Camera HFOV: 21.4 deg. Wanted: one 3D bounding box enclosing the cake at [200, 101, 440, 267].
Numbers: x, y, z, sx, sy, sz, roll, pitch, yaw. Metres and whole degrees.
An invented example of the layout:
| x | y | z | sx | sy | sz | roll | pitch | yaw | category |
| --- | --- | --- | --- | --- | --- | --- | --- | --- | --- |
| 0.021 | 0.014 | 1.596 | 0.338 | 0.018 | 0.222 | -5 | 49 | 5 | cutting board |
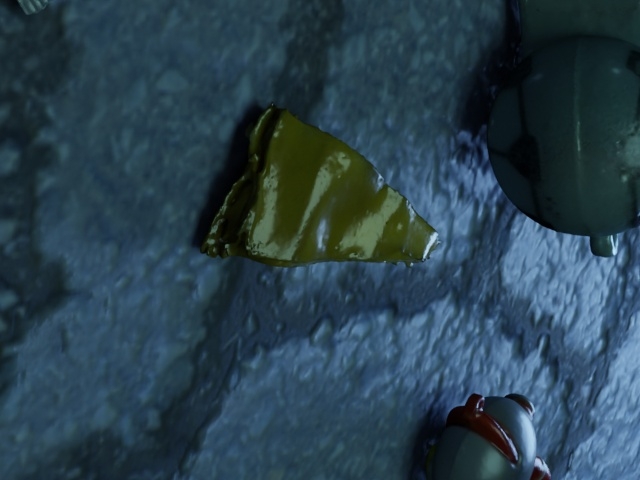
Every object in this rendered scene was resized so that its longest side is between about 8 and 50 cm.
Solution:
| x | y | z | sx | sy | sz | roll | pitch | yaw | category |
| --- | --- | --- | --- | --- | --- | --- | --- | --- | --- |
| 0.004 | 0.001 | 1.092 | 0.116 | 0.079 | 0.185 | -61 | 146 | -20 | cake |

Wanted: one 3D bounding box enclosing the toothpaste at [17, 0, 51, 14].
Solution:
| x | y | z | sx | sy | sz | roll | pitch | yaw | category |
| --- | --- | --- | --- | --- | --- | --- | --- | --- | --- |
| -0.152 | -0.253 | 0.806 | 0.114 | 0.073 | 0.299 | -51 | 145 | -28 | toothpaste |

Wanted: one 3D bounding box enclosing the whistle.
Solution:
| x | y | z | sx | sy | sz | roll | pitch | yaw | category |
| --- | --- | --- | --- | --- | --- | --- | --- | --- | --- |
| 0.191 | -0.106 | 1.227 | 0.163 | 0.163 | 0.290 | -43 | 133 | -34 | whistle |

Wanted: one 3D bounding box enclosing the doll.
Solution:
| x | y | z | sx | sy | sz | roll | pitch | yaw | category |
| --- | --- | --- | --- | --- | --- | --- | --- | --- | --- |
| 0.134 | 0.200 | 1.342 | 0.142 | 0.076 | 0.245 | -51 | 142 | -28 | doll |
